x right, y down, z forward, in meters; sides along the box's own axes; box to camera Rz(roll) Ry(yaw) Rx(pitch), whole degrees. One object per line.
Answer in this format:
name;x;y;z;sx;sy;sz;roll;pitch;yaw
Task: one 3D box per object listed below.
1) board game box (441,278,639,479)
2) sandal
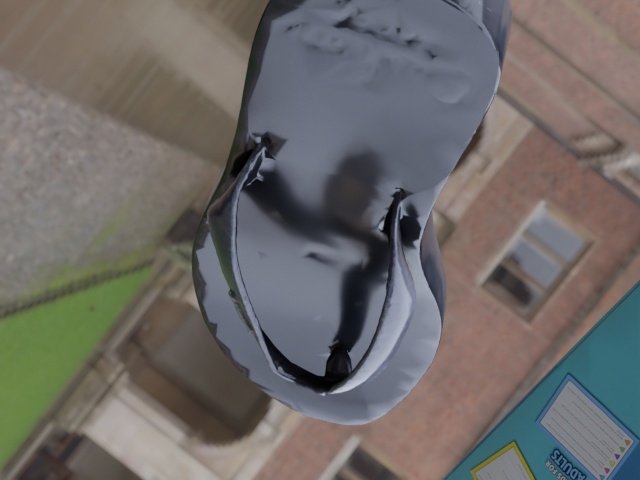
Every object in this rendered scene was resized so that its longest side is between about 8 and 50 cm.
board game box;0.202;0.204;0.888;0.079;0.254;0.336;0;138;-48
sandal;-0.001;0.000;0.491;0.254;0.097;0.054;95;9;-56
